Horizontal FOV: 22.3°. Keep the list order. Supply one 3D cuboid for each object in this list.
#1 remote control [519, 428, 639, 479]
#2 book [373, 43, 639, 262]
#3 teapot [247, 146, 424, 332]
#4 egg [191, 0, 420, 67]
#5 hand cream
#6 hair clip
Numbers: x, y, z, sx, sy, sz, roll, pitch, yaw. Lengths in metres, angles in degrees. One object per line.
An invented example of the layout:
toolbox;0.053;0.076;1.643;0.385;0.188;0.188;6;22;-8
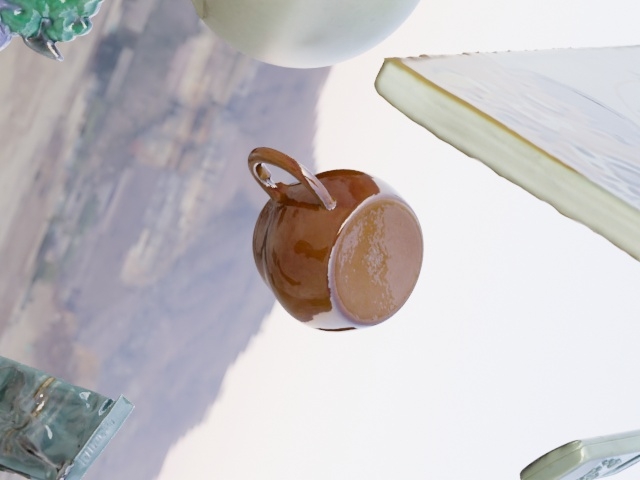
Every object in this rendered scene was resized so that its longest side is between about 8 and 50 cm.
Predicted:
remote control;0.330;0.261;1.941;0.098;0.038;0.233;-36;160;31
book;0.172;-0.026;0.683;0.295;0.208;0.020;-15;134;-59
teapot;0.000;0.000;1.084;0.116;0.173;0.116;-20;-141;17
egg;-0.013;-0.254;1.362;0.269;0.219;0.219;-18;-131;68
hand cream;-0.248;0.098;1.042;0.052;0.248;0.075;59;49;-61
hair clip;-0.283;-0.224;1.408;0.052;0.195;0.124;-68;176;-62
